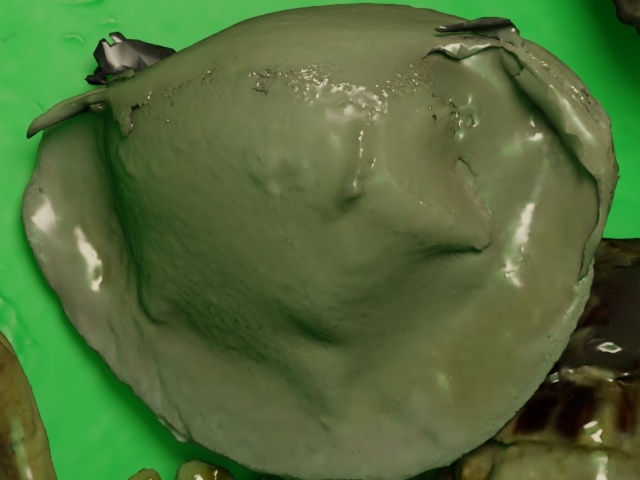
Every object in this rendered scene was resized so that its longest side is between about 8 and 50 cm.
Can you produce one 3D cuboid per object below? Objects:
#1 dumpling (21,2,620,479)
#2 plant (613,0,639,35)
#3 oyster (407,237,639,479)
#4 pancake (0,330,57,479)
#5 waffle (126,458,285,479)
[{"bbox_3d":[0.003,-0.013,0.938,0.293,0.163,0.204,-8,116,22],"label":"dumpling"},{"bbox_3d":[0.270,-0.190,0.989,0.276,0.188,0.199,-18,84,-32],"label":"plant"},{"bbox_3d":[0.188,0.063,0.971,0.337,0.133,0.198,-32,60,-32],"label":"oyster"},{"bbox_3d":[-0.234,0.123,0.921,0.212,0.029,0.235,43,87,-2],"label":"pancake"},{"bbox_3d":[-0.049,0.217,0.954,0.208,0.054,0.214,26,77,-5],"label":"waffle"}]
